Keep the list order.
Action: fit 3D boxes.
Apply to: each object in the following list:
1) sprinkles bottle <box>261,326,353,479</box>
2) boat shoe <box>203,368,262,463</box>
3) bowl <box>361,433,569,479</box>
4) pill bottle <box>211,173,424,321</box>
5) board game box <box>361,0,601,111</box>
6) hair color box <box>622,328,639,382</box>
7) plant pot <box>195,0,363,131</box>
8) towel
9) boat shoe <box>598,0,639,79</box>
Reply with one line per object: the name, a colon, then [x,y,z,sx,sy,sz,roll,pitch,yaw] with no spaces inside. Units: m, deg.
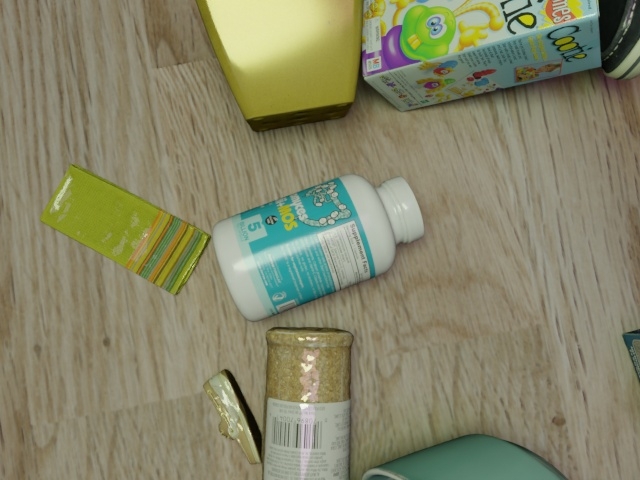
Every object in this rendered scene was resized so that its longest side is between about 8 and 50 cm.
sprinkles bottle: [-0.018,0.294,0.670,0.122,0.121,0.354,2,83,-1]
boat shoe: [-0.120,0.249,0.714,0.045,0.050,0.135,-28,74,-1]
bowl: [0.208,0.358,0.601,0.163,0.311,0.311,-28,83,-28]
pill bottle: [0.000,0.000,0.697,0.264,0.146,0.146,-21,83,-4]
board game box: [0.207,-0.287,0.678,0.276,0.144,0.141,-6,81,29]
hair color box: [0.626,0.165,0.688,0.348,0.105,0.173,-15,80,2]
plant pot: [-0.045,-0.260,0.709,0.213,0.212,0.187,-9,95,-2]
towel: [-0.288,-0.018,0.758,0.237,0.021,0.102,28,82,3]
boat shoe: [0.401,-0.460,0.747,0.156,0.187,0.499,2,76,1]
